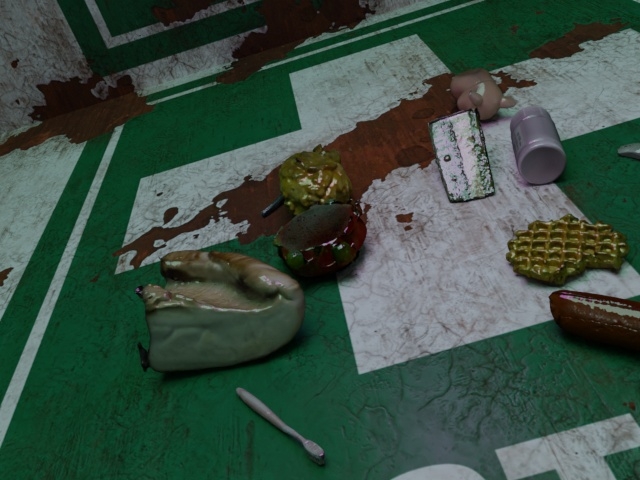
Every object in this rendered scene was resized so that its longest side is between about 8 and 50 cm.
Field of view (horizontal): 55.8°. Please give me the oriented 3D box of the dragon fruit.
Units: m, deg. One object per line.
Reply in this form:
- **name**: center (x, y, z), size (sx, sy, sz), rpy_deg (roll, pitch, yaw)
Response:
- **dragon fruit**: center (0.000, 0.000, 1.644), size (0.268, 0.130, 0.295), rpy_deg (10, 43, 35)

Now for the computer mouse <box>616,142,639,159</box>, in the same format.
- **computer mouse**: center (0.876, -0.252, 1.674), size (0.056, 0.032, 0.110), rpy_deg (-37, 38, -26)

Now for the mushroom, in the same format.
- **mushroom**: center (-0.224, 0.152, 1.506), size (0.396, 0.225, 0.314), rpy_deg (-6, 21, 6)

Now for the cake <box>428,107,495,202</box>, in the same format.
- **cake**: center (0.439, -0.223, 1.826), size (0.157, 0.172, 0.284), rpy_deg (-15, 67, 17)

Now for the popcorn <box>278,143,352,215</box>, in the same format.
- **popcorn**: center (-0.018, -0.190, 1.864), size (0.233, 0.192, 0.266), rpy_deg (7, 59, 24)

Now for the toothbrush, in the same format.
- **toothbrush**: center (-0.090, 0.379, 1.255), size (0.025, 0.030, 0.307), rpy_deg (-27, 31, -32)

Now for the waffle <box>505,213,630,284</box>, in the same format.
- **waffle**: center (0.569, 0.023, 1.414), size (0.253, 0.056, 0.249), rpy_deg (-31, 35, -20)

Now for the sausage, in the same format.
- **sausage**: center (0.604, 0.164, 1.161), size (0.330, 0.102, 0.102), rpy_deg (11, 44, 35)

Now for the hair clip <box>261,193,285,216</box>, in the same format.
- **hair clip**: center (-0.125, -0.156, 2.005), size (0.070, 0.039, 0.230), rpy_deg (7, 43, 30)

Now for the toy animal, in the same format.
- **toy animal**: center (0.541, -0.507, 2.082), size (0.166, 0.154, 0.250), rpy_deg (-13, 36, -6)

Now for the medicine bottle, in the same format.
- **medicine bottle**: center (0.622, -0.280, 1.743), size (0.133, 0.133, 0.250), rpy_deg (-8, 37, 16)
